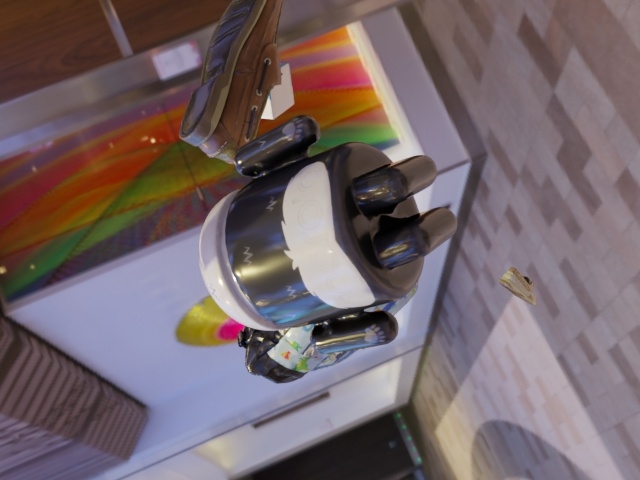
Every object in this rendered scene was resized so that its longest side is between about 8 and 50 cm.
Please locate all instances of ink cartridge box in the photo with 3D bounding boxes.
[{"bbox_3d":[-0.141,-0.311,1.588,0.090,0.143,0.092,-46,-42,-47],"label":"ink cartridge box"}]

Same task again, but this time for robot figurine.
[{"bbox_3d":[0.000,-0.002,0.823,0.173,0.278,0.209,31,-129,-43],"label":"robot figurine"}]

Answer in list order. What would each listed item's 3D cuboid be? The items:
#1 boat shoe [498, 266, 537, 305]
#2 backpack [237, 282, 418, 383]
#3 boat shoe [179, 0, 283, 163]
[{"bbox_3d":[0.412,0.094,1.575,0.050,0.045,0.135,31,179,42],"label":"boat shoe"},{"bbox_3d":[0.020,0.089,1.534,0.290,0.273,0.355,-94,29,-58],"label":"backpack"},{"bbox_3d":[-0.116,-0.262,1.187,0.104,0.307,0.111,29,164,-31],"label":"boat shoe"}]
